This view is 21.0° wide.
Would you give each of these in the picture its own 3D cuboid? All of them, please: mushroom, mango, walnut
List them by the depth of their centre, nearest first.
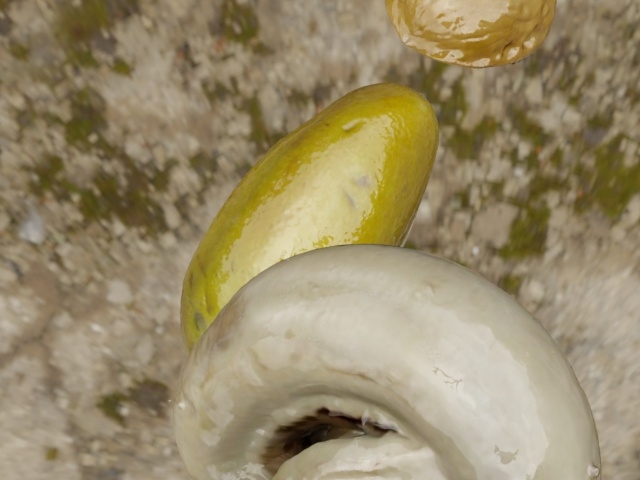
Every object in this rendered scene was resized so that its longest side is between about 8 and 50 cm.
[{"bbox_3d":[0.017,0.161,1.080,0.292,0.292,0.290,34,42,8],"label":"mushroom"},{"bbox_3d":[0.000,0.000,1.754,0.182,0.253,0.365,38,87,12],"label":"mango"},{"bbox_3d":[0.167,-0.264,1.769,0.167,0.087,0.211,46,50,9],"label":"walnut"}]
